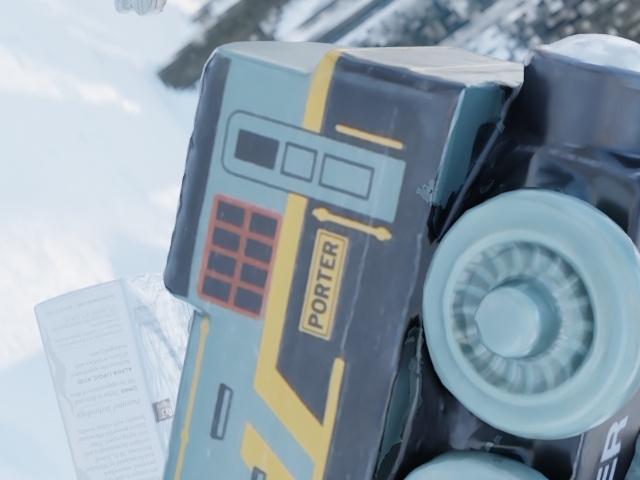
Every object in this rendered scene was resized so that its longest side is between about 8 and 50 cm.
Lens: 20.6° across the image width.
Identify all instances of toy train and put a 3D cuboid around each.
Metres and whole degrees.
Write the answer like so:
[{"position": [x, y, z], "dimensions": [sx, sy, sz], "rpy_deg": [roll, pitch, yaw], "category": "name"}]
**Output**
[{"position": [0.028, 0.082, 0.620], "dimensions": [0.190, 0.334, 0.142], "rpy_deg": [19, 17, 29], "category": "toy train"}]

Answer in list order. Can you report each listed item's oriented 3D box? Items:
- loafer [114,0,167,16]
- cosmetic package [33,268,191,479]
[{"position": [-0.174, -0.249, 1.785], "dimensions": [0.125, 0.039, 0.045], "rpy_deg": [-166, -106, -65], "category": "loafer"}, {"position": [-0.136, 0.144, 1.364], "dimensions": [0.117, 0.085, 0.231], "rpy_deg": [-13, 87, -71], "category": "cosmetic package"}]
